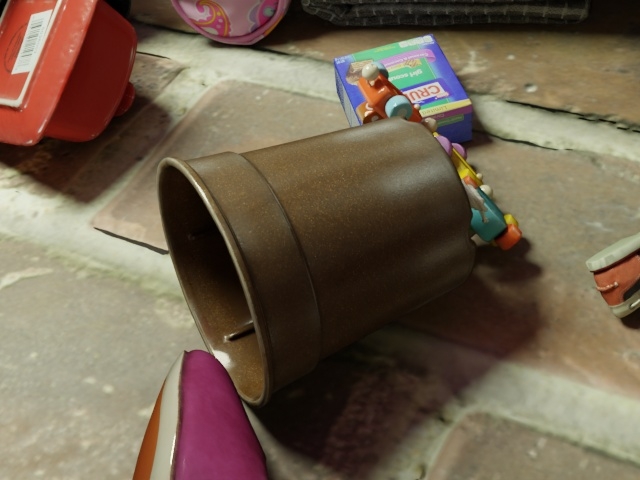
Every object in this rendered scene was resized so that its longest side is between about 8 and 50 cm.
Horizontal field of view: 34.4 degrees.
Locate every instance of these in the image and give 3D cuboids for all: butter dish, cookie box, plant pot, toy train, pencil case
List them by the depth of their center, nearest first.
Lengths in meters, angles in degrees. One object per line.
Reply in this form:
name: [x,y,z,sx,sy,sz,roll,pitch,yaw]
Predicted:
plant pot: [0.000,0.000,0.677,0.165,0.167,0.167,-21,45,-20]
toy train: [0.077,-0.053,0.746,0.046,0.125,0.166,-42,48,15]
cookie box: [0.067,-0.118,0.856,0.091,0.040,0.107,-15,45,-4]
butter dish: [-0.214,-0.144,0.896,0.160,0.118,0.160,14,82,49]
pencil case: [-0.065,-0.320,1.030,0.124,0.124,0.284,1,47,13]

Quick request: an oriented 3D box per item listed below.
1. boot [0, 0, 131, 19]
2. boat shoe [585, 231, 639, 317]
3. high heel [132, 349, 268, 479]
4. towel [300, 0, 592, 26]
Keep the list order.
boot: [-0.330,-0.245,1.028,0.246,0.094,0.207,-19,41,-16]
boat shoe: [0.242,0.004,0.697,0.137,0.049,0.043,-27,88,-18]
high heel: [-0.009,0.206,0.533,0.181,0.127,0.377,12,37,-17]
towel: [0.129,-0.313,0.959,0.283,0.121,0.235,4,58,17]
